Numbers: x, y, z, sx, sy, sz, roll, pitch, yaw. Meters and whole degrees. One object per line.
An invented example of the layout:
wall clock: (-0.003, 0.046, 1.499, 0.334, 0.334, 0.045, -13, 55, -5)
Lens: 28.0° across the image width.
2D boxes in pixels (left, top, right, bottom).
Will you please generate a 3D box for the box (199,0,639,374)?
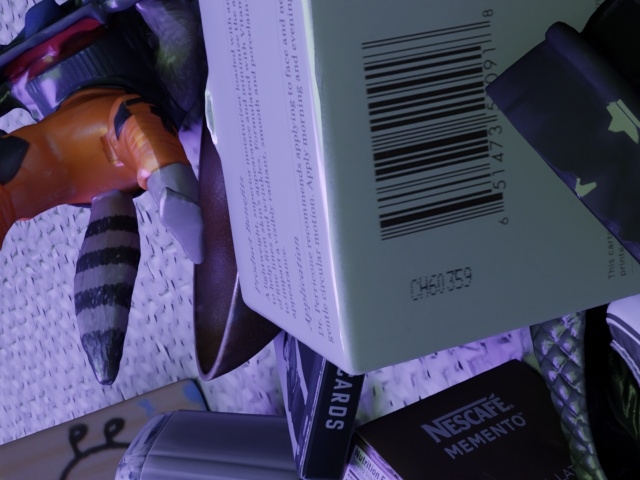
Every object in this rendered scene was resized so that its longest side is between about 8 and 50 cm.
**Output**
box: (0.056, -0.062, 0.536, 0.119, 0.181, 0.181, 27, 127, 62)

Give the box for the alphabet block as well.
alphabet block: (-0.191, 0.247, 1.068, 0.193, 0.197, 0.192, -35, 77, 51)

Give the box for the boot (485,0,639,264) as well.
boot: (0.256, -0.031, 0.454, 0.260, 0.348, 0.131, -43, 26, 10)

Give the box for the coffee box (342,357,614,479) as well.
coffee box: (0.071, 0.207, 0.776, 0.098, 0.141, 0.247, 43, 132, 32)

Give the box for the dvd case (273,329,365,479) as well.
dvd case: (0.000, 0.000, 0.757, 0.239, 0.029, 0.179, -106, 24, -64)

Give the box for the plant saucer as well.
plant saucer: (-0.036, -0.069, 0.772, 0.310, 0.050, 0.311, -174, 90, -79)

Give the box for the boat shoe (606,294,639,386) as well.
boat shoe: (0.185, 0.104, 0.594, 0.070, 0.078, 0.219, -45, 39, 10)

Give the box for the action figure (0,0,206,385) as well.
action figure: (-0.195, -0.050, 0.897, 0.341, 0.330, 0.178, -24, 119, 16)

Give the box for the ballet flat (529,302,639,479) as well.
ballet flat: (0.161, 0.100, 0.685, 0.173, 0.057, 0.049, 65, 156, 12)

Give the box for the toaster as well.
toaster: (-0.061, 0.210, 0.909, 0.146, 0.129, 0.227, 5, 113, 11)
